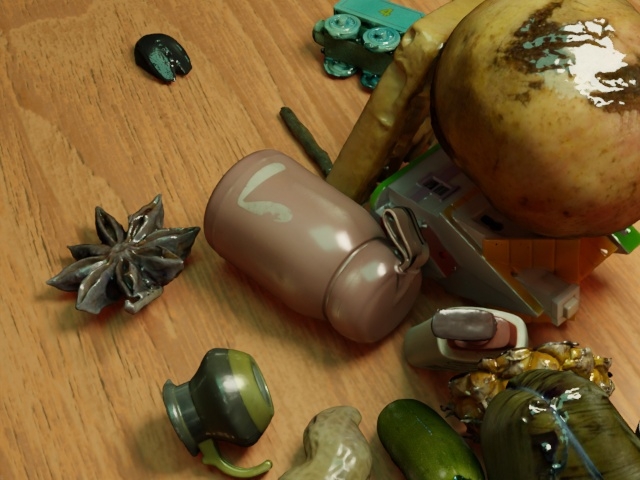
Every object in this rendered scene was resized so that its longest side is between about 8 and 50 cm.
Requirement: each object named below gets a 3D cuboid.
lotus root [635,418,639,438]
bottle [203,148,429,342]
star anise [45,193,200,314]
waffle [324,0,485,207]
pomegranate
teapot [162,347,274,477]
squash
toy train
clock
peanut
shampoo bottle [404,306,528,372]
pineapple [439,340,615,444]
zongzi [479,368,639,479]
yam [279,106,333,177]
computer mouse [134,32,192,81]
[{"bbox_3d":[0.434,0.246,1.243,0.122,0.081,0.112,1,47,6],"label":"lotus root"},{"bbox_3d":[0.000,0.000,1.413,0.297,0.206,0.173,36,25,30],"label":"bottle"},{"bbox_3d":[-0.273,0.037,1.481,0.230,0.081,0.262,-18,39,-11],"label":"star anise"},{"bbox_3d":[0.167,-0.227,1.494,0.077,0.304,0.348,38,42,12],"label":"waffle"},{"bbox_3d":[0.281,-0.154,1.238,0.322,0.322,0.322,-2,49,3],"label":"pomegranate"},{"bbox_3d":[-0.120,0.218,1.299,0.119,0.130,0.166,-24,82,3],"label":"teapot"},{"bbox_3d":[0.129,0.250,1.169,0.087,0.087,0.331,-13,9,-7],"label":"squash"},{"bbox_3d":[0.092,-0.337,1.766,0.197,0.107,0.154,25,48,24],"label":"toy train"},{"bbox_3d":[0.256,-0.004,1.423,0.235,0.166,0.309,-35,48,-23],"label":"clock"},{"bbox_3d":[0.000,0.290,1.237,0.104,0.086,0.228,9,48,26],"label":"peanut"},{"bbox_3d":[0.176,0.115,1.251,0.153,0.284,0.071,3,77,5],"label":"shampoo bottle"},{"bbox_3d":[0.249,0.192,1.225,0.224,0.225,0.076,-7,56,-2],"label":"pineapple"},{"bbox_3d":[0.361,0.270,1.116,0.360,0.160,0.323,-14,93,-16],"label":"zongzi"},{"bbox_3d":[-0.006,-0.137,1.651,0.027,0.029,0.234,-39,53,7],"label":"yam"},{"bbox_3d":[-0.277,-0.324,1.820,0.079,0.047,0.135,-30,55,-19],"label":"computer mouse"}]
